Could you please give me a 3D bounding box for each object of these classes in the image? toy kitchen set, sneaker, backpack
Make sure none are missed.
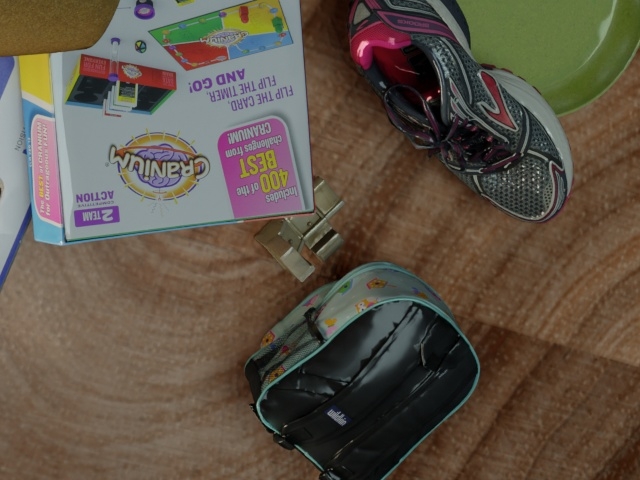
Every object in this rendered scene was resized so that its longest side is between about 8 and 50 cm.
[{"bbox_3d":[0.000,0.000,1.427,0.083,0.075,0.068,-44,116,-4],"label":"toy kitchen set"},{"bbox_3d":[0.120,-0.113,1.412,0.121,0.112,0.299,-30,120,30],"label":"sneaker"},{"bbox_3d":[0.044,0.114,1.429,0.188,0.144,0.166,-39,115,14],"label":"backpack"}]

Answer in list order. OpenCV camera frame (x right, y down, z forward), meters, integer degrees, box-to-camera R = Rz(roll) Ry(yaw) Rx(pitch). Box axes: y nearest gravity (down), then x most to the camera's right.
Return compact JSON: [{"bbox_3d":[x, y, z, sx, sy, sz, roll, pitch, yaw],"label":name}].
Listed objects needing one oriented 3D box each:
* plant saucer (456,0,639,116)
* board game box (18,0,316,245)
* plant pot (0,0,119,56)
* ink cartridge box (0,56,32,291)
[{"bbox_3d":[0.208,-0.237,1.487,0.241,0.037,0.241,-6,105,-23],"label":"plant saucer"},{"bbox_3d":[-0.131,-0.166,1.295,0.242,0.064,0.316,-7,97,-31],"label":"board game box"},{"bbox_3d":[-0.270,-0.226,1.095,0.254,0.237,0.237,12,97,-27],"label":"plant pot"},{"bbox_3d":[-0.386,-0.056,1.248,0.307,0.072,0.303,23,91,-32],"label":"ink cartridge box"}]
